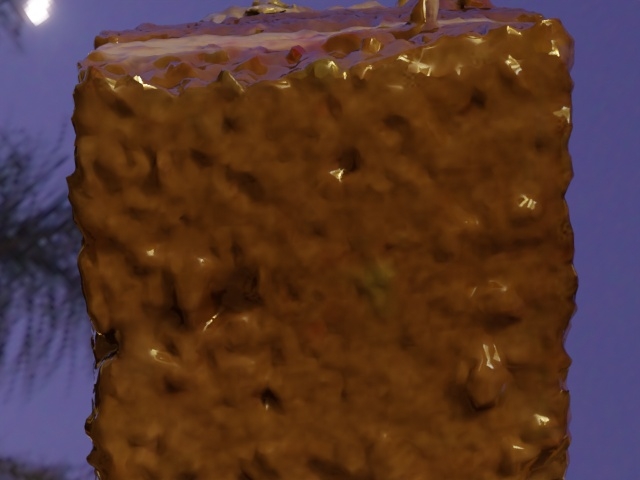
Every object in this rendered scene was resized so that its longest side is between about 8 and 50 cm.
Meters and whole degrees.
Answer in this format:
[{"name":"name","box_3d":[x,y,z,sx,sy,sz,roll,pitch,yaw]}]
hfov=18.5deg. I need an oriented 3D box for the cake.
[{"name":"cake","box_3d":[0.000,0.000,1.062,0.255,0.290,0.282,-3,-77,-4]}]
